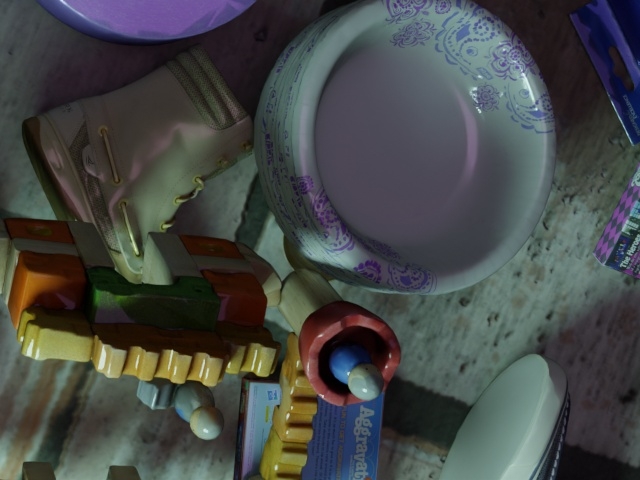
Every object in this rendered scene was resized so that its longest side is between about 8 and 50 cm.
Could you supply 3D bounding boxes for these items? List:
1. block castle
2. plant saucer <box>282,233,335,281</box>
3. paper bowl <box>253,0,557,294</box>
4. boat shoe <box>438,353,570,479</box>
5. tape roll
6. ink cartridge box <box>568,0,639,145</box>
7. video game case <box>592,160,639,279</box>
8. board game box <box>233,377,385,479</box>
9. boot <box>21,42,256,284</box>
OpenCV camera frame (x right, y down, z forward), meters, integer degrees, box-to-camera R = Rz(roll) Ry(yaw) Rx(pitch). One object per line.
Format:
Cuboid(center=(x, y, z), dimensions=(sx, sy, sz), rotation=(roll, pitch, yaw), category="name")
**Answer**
Cuboid(center=(-0.173, 0.163, 1.427), dimensions=(0.453, 0.213, 0.303), rotation=(6, 108, -20), category="block castle")
Cuboid(center=(0.000, 0.000, 1.653), dimensions=(0.083, 0.015, 0.083), rotation=(-1, 92, -18), category="plant saucer")
Cuboid(center=(0.071, -0.090, 1.592), dimensions=(0.284, 0.148, 0.284), rotation=(1, 89, -28), category="paper bowl")
Cuboid(center=(0.200, 0.292, 1.686), dimensions=(0.158, 0.127, 0.340), rotation=(25, 92, -24), category="boat shoe")
Cuboid(center=(-0.162, -0.321, 1.550), dimensions=(0.275, 0.090, 0.275), rotation=(-1, 93, -18), category="tape roll")
Cuboid(center=(0.438, -0.248, 1.767), dimensions=(0.332, 0.065, 0.165), rotation=(-32, 102, -14), category="ink cartridge box")
Cuboid(center=(0.427, -0.046, 1.743), dimensions=(0.210, 0.042, 0.232), rotation=(19, 106, -18), category="video game case")
Cuboid(center=(-0.018, 0.280, 1.651), dimensions=(0.145, 0.027, 0.281), rotation=(5, 90, -17), category="board game box")
Cuboid(center=(-0.138, -0.034, 1.569), dimensions=(0.203, 0.095, 0.262), rotation=(-28, 98, -17), category="boot")
